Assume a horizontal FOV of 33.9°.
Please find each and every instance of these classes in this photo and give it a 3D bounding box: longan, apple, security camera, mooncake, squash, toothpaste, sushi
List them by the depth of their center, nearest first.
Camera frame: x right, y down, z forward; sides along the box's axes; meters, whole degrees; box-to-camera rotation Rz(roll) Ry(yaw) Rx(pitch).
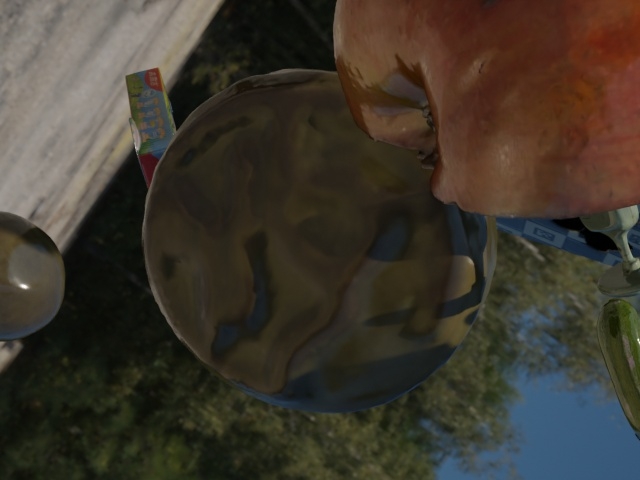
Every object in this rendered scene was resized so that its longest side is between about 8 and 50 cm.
[{"bbox_3d":[0.130,-0.155,0.625,0.251,0.163,0.293,-29,-147,-20],"label":"apple"},{"bbox_3d":[0.210,-0.012,0.745,0.058,0.092,0.058,-20,-166,5],"label":"security camera"},{"bbox_3d":[0.000,0.000,0.856,0.284,0.284,0.155,-53,175,15],"label":"mooncake"},{"bbox_3d":[0.339,0.151,1.128,0.052,0.183,0.052,-18,175,-2],"label":"squash"},{"bbox_3d":[-0.187,-0.136,1.172,0.044,0.070,0.193,-15,-143,-5],"label":"toothpaste"},{"bbox_3d":[-0.447,0.049,1.445,0.198,0.198,0.212,-57,-171,-19],"label":"longan"},{"bbox_3d":[0.353,-0.066,1.446,0.069,0.339,0.320,-64,151,-14],"label":"sushi"}]
